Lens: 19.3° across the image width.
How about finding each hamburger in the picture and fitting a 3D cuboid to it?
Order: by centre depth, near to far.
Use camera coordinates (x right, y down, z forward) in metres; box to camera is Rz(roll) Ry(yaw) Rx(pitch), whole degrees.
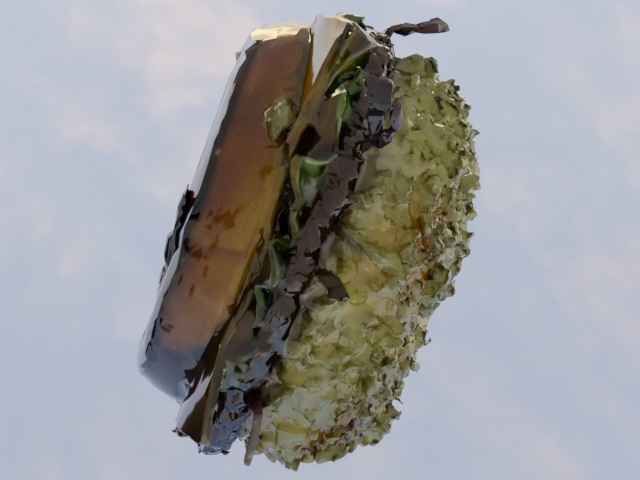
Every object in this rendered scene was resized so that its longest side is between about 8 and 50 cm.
[{"bbox_3d":[0.000,0.000,0.923,0.139,0.261,0.243,20,-85,-2],"label":"hamburger"}]
